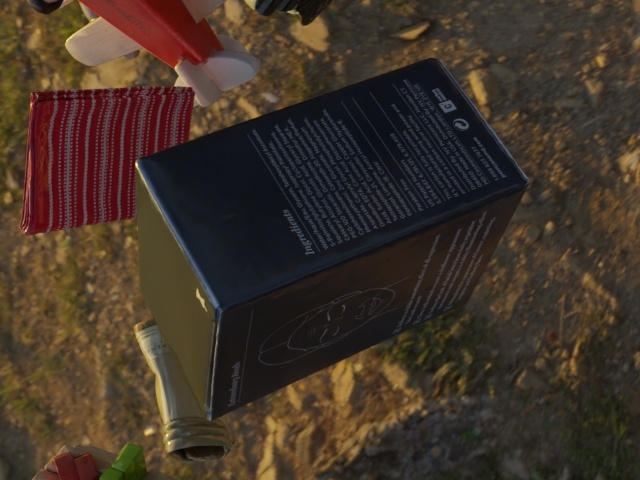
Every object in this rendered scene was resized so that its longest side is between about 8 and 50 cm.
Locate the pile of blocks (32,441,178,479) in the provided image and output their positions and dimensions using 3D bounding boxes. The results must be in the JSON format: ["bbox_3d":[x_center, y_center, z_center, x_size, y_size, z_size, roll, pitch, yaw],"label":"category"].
[{"bbox_3d":[-0.188,0.316,1.144,0.362,0.149,0.112,35,141,38],"label":"pile of blocks"}]

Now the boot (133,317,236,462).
[{"bbox_3d":[-0.168,0.221,1.506,0.095,0.262,0.203,-21,71,13],"label":"boot"}]

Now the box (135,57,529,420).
[{"bbox_3d":[0.000,0.000,1.243,0.212,0.396,0.293,58,156,24],"label":"box"}]

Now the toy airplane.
[{"bbox_3d":[-0.246,-0.394,1.631,0.386,0.272,0.384,10,150,4],"label":"toy airplane"}]

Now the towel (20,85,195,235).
[{"bbox_3d":[-0.290,-0.114,1.437,0.031,0.275,0.198,26,115,37],"label":"towel"}]

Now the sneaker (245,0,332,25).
[{"bbox_3d":[-0.055,-0.376,1.374,0.146,0.330,0.122,42,106,9],"label":"sneaker"}]
